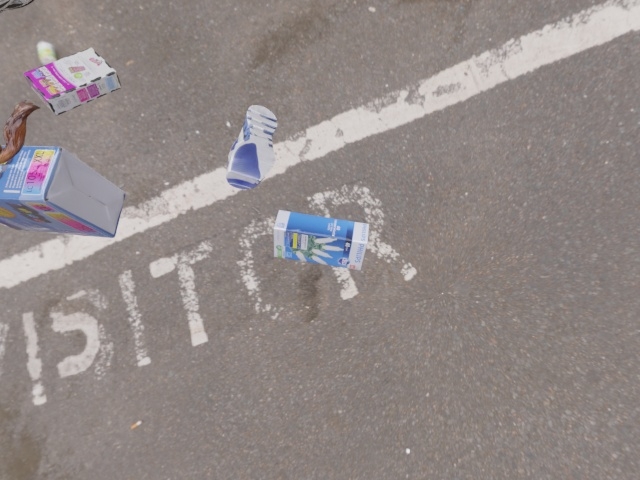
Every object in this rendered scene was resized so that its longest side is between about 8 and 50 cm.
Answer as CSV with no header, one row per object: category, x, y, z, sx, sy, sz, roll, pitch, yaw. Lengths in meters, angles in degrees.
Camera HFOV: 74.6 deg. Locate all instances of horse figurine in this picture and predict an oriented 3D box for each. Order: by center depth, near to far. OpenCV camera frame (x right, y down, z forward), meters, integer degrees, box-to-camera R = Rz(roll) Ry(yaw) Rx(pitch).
horse figurine,-0.586,-0.164,0.667,0.263,0.066,0.174,-4,105,0

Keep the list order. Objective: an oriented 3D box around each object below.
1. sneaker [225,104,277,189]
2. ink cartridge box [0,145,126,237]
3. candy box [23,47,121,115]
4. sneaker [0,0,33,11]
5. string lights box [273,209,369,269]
sneaker,-0.225,-0.261,1.335,0.128,0.182,0.315,20,51,-17
ink cartridge box,-0.783,-0.126,1.122,0.396,0.270,0.151,5,72,12
candy box,-0.808,-0.525,1.380,0.233,0.071,0.159,-37,70,-25
sneaker,-1.101,-0.845,1.417,0.331,0.146,0.122,-36,111,-5
string lights box,0.000,0.000,1.211,0.260,0.133,0.076,9,51,2
